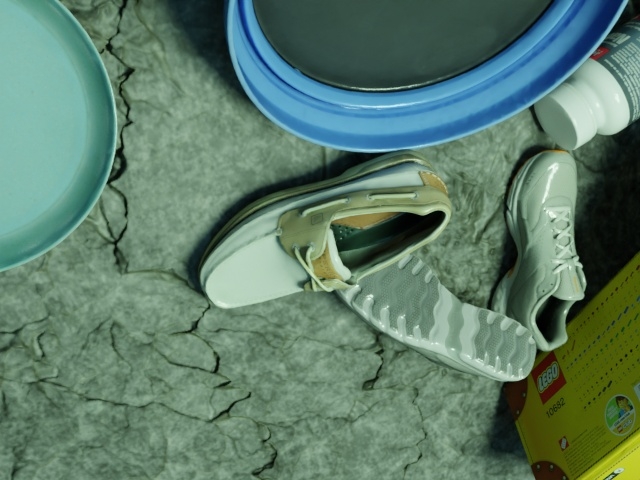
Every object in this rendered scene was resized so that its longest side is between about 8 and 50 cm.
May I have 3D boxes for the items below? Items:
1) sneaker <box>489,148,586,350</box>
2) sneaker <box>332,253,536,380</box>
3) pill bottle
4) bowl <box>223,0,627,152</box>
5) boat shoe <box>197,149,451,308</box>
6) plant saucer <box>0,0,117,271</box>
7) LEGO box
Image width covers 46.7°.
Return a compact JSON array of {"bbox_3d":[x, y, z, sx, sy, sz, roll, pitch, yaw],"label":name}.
[{"bbox_3d":[0.299,0.018,0.943,0.099,0.121,0.262,-2,107,-19],"label":"sneaker"},{"bbox_3d":[0.121,0.104,0.924,0.281,0.115,0.105,32,64,-7],"label":"sneaker"},{"bbox_3d":[0.358,-0.192,0.902,0.180,0.108,0.108,-34,114,-6],"label":"pill bottle"},{"bbox_3d":[0.100,-0.236,0.706,0.391,0.077,0.391,-9,149,-5],"label":"bowl"},{"bbox_3d":[0.000,0.000,0.827,0.302,0.103,0.113,-28,125,4],"label":"boat shoe"},{"bbox_3d":[-0.364,-0.118,0.723,0.318,0.044,0.317,-5,108,-17],"label":"plant saucer"},{"bbox_3d":[0.533,0.144,0.907,0.373,0.193,0.500,12,132,-22],"label":"LEGO box"}]
